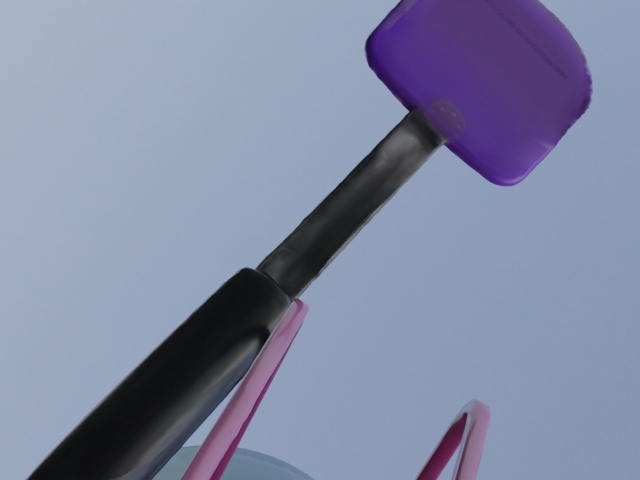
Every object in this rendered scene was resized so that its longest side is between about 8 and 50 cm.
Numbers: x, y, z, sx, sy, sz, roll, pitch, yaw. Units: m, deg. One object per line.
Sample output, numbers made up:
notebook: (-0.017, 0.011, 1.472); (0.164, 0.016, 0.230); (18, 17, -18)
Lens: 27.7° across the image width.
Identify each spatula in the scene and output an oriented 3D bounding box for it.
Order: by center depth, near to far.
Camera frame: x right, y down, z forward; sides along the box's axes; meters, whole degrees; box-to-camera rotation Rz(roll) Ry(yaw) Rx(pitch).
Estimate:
spatula: (0.000, 0.000, 0.465); (0.084, 0.030, 0.296); (43, -111, 0)

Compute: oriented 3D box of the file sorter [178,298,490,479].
file sorter: (0.058, 0.179, 0.388); (0.290, 0.182, 0.202); (29, -154, 2)

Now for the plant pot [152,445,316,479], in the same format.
plant pot: (-0.055, 0.297, 0.834); (0.293, 0.293, 0.235); (-45, -167, -12)
